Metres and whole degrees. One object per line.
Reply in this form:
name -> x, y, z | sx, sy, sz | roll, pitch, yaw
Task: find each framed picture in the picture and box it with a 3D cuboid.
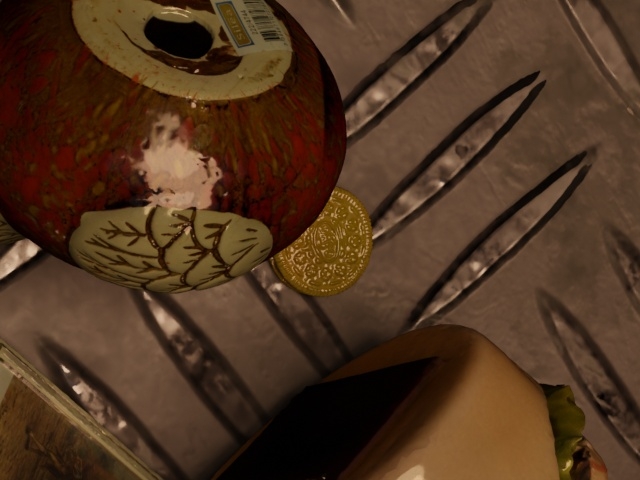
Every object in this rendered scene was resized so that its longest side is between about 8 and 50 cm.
framed picture -> -0.185, 0.212, 0.988 | 0.217, 0.017, 0.274 | 45, 37, -24

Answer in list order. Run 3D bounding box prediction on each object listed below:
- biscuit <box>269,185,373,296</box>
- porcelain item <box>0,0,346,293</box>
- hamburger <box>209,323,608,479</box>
biscuit -> 0.000, 0.000, 1.139 | 0.084, 0.023, 0.084 | -2, 95, -25
porcelain item -> -0.114, -0.056, 1.001 | 0.253, 0.253, 0.253 | -3, 97, -25
hamburger -> 0.050, 0.191, 1.042 | 0.302, 0.302, 0.170 | -38, 102, -16
